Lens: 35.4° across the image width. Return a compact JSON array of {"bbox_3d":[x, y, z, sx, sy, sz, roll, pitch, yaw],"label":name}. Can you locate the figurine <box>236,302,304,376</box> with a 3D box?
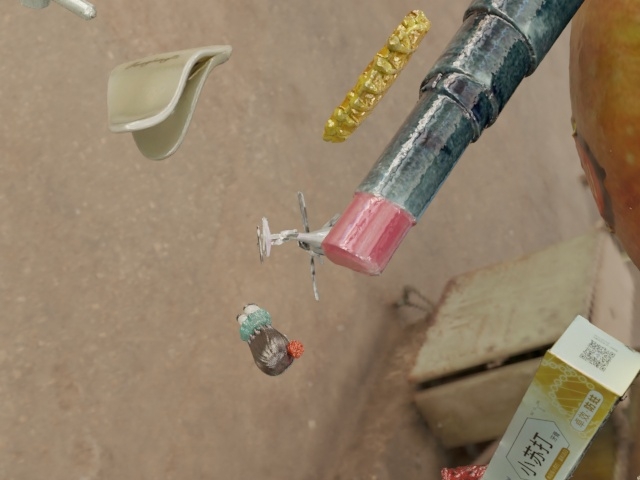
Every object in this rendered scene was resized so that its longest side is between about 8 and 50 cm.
[{"bbox_3d":[-0.064,0.118,1.217,0.106,0.060,0.047,51,1,42],"label":"figurine"}]

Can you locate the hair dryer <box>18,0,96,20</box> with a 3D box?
[{"bbox_3d":[-0.362,-0.347,1.388,0.137,0.082,0.047,33,42,16],"label":"hair dryer"}]

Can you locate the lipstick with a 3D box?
[{"bbox_3d":[0.071,-0.070,0.502,0.053,0.053,0.234,53,54,-27],"label":"lipstick"}]

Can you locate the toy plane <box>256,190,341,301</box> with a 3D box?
[{"bbox_3d":[-0.002,-0.011,1.610,0.273,0.107,0.182,41,43,-56],"label":"toy plane"}]

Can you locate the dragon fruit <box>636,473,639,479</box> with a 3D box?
[{"bbox_3d":[0.523,0.393,1.295,0.269,0.250,0.291,41,-11,19],"label":"dragon fruit"}]

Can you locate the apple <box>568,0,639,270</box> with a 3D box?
[{"bbox_3d":[0.355,-0.105,0.619,0.333,0.400,0.400,-7,79,-60],"label":"apple"}]

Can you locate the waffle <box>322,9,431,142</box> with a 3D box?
[{"bbox_3d":[0.107,-0.307,1.920,0.065,0.309,0.283,38,65,-3],"label":"waffle"}]

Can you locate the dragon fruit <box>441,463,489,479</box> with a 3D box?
[{"bbox_3d":[0.206,0.358,1.380,0.063,0.097,0.131,30,29,-13],"label":"dragon fruit"}]

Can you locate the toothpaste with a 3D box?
[{"bbox_3d":[0.249,0.209,1.080,0.089,0.312,0.071,32,52,18],"label":"toothpaste"}]

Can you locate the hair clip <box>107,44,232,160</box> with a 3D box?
[{"bbox_3d":[-0.268,-0.250,1.659,0.113,0.173,0.282,61,31,-47],"label":"hair clip"}]
